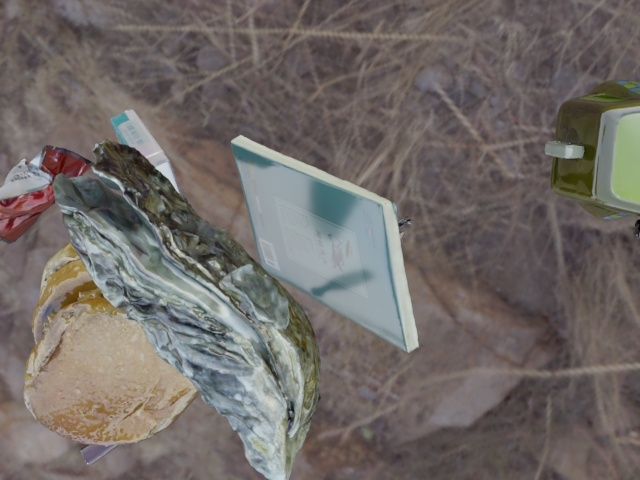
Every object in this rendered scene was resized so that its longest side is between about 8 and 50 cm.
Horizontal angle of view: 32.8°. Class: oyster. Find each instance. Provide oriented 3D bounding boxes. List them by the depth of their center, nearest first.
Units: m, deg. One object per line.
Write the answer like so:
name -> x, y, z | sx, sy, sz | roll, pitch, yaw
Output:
oyster -> -0.110, 0.054, 0.963 | 0.158, 0.162, 0.351 | -41, 80, 35

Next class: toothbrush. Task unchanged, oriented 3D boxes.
toothbrush -> -0.278, 0.285, 1.923 | 0.364, 0.041, 0.041 | -36, 107, 10

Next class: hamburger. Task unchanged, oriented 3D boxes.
hamburger -> -0.258, 0.116, 1.390 | 0.245, 0.211, 0.260 | -14, 118, 5

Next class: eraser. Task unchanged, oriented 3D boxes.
eraser -> -0.295, -0.137, 1.844 | 0.225, 0.052, 0.095 | 49, 159, 53

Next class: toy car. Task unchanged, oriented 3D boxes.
toy car -> 0.329, -0.092, 1.130 | 0.198, 0.248, 0.204 | 2, 99, -15

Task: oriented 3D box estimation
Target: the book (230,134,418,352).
book -> 0.000, 0.000, 1.683 | 0.379, 0.031, 0.264 | 27, 138, 46

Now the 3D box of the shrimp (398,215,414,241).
shrimp -> 0.085, 0.002, 1.760 | 0.075, 0.073, 0.190 | 45, 134, -6

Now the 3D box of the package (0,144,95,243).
package -> -0.430, -0.070, 1.651 | 0.071, 0.194, 0.269 | 54, 174, 9
